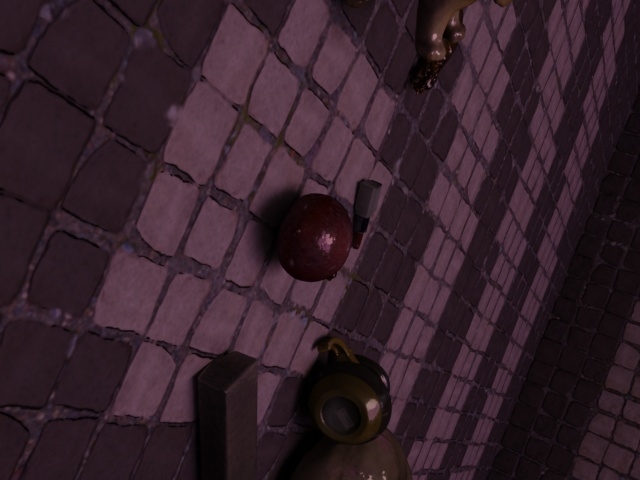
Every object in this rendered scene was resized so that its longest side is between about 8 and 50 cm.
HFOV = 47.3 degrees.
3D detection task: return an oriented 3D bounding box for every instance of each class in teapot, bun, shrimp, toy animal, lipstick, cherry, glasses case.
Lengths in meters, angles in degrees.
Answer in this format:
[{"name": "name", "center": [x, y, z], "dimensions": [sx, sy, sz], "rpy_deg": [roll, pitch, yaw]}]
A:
[{"name": "teapot", "center": [0.041, 0.220, 1.094], "dimensions": [0.166, 0.130, 0.119], "rpy_deg": [70, 21, -7]}, {"name": "bun", "center": [0.040, 0.415, 1.159], "dimensions": [0.273, 0.168, 0.273], "rpy_deg": [-37, 144, -33]}, {"name": "shrimp", "center": [0.169, -0.301, 1.053], "dimensions": [0.178, 0.034, 0.124], "rpy_deg": [-57, 147, -26]}, {"name": "toy animal", "center": [0.136, -0.299, 0.799], "dimensions": [0.121, 0.233, 0.169], "rpy_deg": [-32, 143, -42]}, {"name": "lipstick", "center": [0.061, -0.034, 1.046], "dimensions": [0.025, 0.025, 0.107], "rpy_deg": [-26, 135, -52]}, {"name": "cherry", "center": [0.000, 0.000, 0.910], "dimensions": [0.225, 0.090, 0.107], "rpy_deg": [28, 68, -80]}, {"name": "glasses case", "center": [-0.113, 0.236, 0.887], "dimensions": [0.071, 0.047, 0.205], "rpy_deg": [-40, 140, -50]}]
